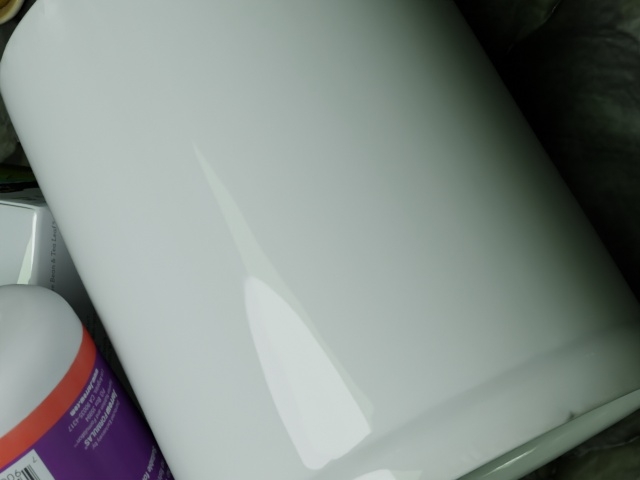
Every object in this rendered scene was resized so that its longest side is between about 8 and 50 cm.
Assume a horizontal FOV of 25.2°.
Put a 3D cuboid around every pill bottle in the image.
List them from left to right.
[{"bbox_3d":[-0.175,0.199,0.960,0.182,0.181,0.323,-10,121,33],"label":"pill bottle"}]

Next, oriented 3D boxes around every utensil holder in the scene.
[{"bbox_3d":[0.000,0.000,0.948,0.328,0.328,0.385,-37,74,30],"label":"utensil holder"}]

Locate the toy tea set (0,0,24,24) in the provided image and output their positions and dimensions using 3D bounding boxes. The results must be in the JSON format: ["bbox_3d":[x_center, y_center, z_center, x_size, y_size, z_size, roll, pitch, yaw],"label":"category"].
[{"bbox_3d":[-0.367,-0.349,1.268,0.200,0.124,0.336,4,97,33],"label":"toy tea set"}]

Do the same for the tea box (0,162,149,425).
[{"bbox_3d":[-0.286,0.107,1.205,0.324,0.220,0.328,9,100,31],"label":"tea box"}]
